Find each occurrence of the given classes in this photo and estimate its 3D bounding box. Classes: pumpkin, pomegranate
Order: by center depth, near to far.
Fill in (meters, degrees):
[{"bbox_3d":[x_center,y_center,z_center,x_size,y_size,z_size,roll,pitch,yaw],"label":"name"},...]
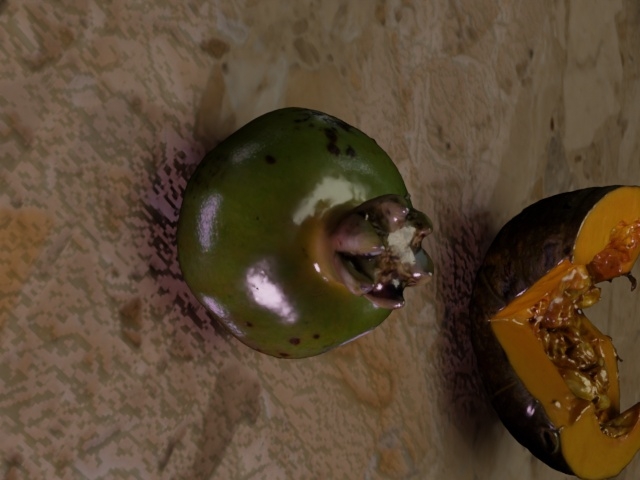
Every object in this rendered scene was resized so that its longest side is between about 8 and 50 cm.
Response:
[{"bbox_3d":[0.000,0.000,0.491,0.114,0.142,0.115,-5,100,-29],"label":"pomegranate"},{"bbox_3d":[0.150,0.052,0.711,0.119,0.107,0.184,-4,99,-45],"label":"pumpkin"}]
